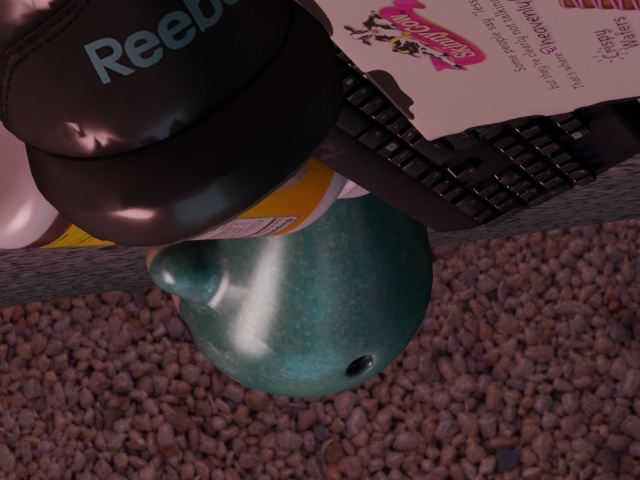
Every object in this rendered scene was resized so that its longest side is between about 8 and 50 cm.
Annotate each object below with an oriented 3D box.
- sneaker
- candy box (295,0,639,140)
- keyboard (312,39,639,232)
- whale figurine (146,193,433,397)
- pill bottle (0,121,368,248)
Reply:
[{"bbox_3d":[-0.091,-0.086,0.440,0.101,0.106,0.267,-44,-146,-17],"label":"sneaker"},{"bbox_3d":[0.109,-0.106,0.435,0.233,0.071,0.159,-10,158,21],"label":"candy box"},{"bbox_3d":[0.077,-0.084,0.649,0.201,0.033,0.317,-32,154,17],"label":"keyboard"},{"bbox_3d":[0.000,0.000,0.989,0.216,0.141,0.272,-18,150,-19],"label":"whale figurine"},{"bbox_3d":[-0.064,-0.058,0.719,0.215,0.117,0.117,-4,174,-42],"label":"pill bottle"}]
